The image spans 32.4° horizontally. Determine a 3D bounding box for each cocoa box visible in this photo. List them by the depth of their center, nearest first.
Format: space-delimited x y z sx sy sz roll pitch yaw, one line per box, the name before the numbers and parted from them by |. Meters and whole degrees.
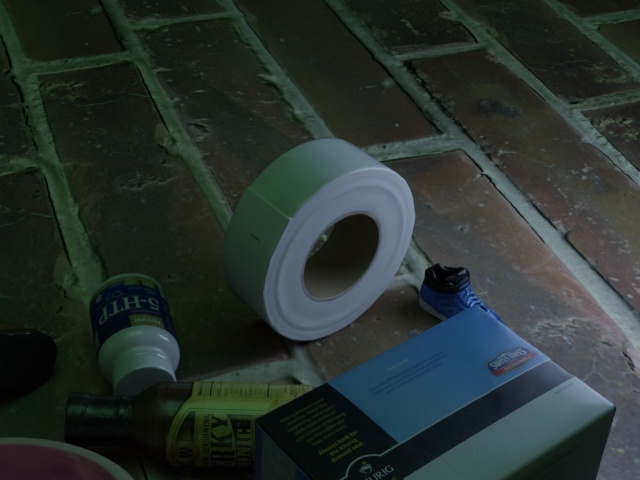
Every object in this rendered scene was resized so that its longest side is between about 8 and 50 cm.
cocoa box | 0.122 0.273 1.258 0.347 0.231 0.228 -23 43 -31

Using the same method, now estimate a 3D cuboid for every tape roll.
tape roll | 0.000 0.000 1.575 0.286 0.286 0.100 -24 45 -32

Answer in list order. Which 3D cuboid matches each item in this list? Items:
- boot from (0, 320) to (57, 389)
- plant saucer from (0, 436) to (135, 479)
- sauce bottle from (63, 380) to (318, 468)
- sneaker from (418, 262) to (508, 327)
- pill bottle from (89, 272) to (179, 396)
boot | -0.499 0.138 1.431 0.115 0.112 0.305 18 1 36
plant saucer | -0.324 0.310 1.205 0.332 0.084 0.332 11 16 -3
sauce bottle | -0.148 0.234 1.397 0.344 0.111 0.111 1 36 -1
sneaker | 0.215 0.088 1.640 0.152 0.085 0.058 30 44 31
pill bottle | -0.253 0.141 1.510 0.112 0.112 0.187 -7 38 -14
